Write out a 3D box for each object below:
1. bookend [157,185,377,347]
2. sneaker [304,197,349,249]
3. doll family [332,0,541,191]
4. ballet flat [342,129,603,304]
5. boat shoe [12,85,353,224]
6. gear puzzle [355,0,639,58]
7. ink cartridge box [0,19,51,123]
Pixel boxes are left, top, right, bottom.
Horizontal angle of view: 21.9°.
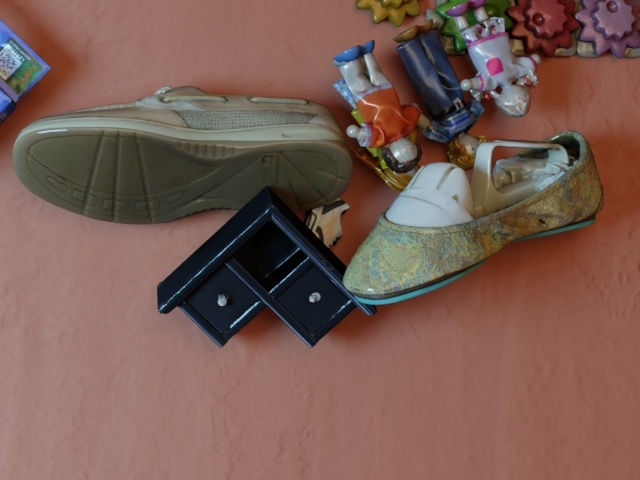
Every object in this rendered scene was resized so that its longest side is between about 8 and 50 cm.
[{"bbox_3d":[-0.055,0.058,1.659,0.157,0.072,0.156,-41,108,8],"label":"bookend"},{"bbox_3d":[0.000,0.000,1.720,0.043,0.040,0.109,21,77,-12],"label":"sneaker"},{"bbox_3d":[0.110,-0.142,1.742,0.263,0.118,0.163,-26,92,-32],"label":"doll family"},{"bbox_3d":[0.154,-0.037,1.675,0.348,0.123,0.123,-19,84,-36],"label":"ballet flat"},{"bbox_3d":[-0.142,-0.094,1.680,0.341,0.122,0.110,2,41,-16],"label":"boat shoe"},{"bbox_3d":[0.198,-0.288,1.813,0.338,0.044,0.176,-1,80,-12],"label":"gear puzzle"},{"bbox_3d":[-0.436,-0.123,1.610,0.186,0.065,0.311,44,84,-2],"label":"ink cartridge box"}]
